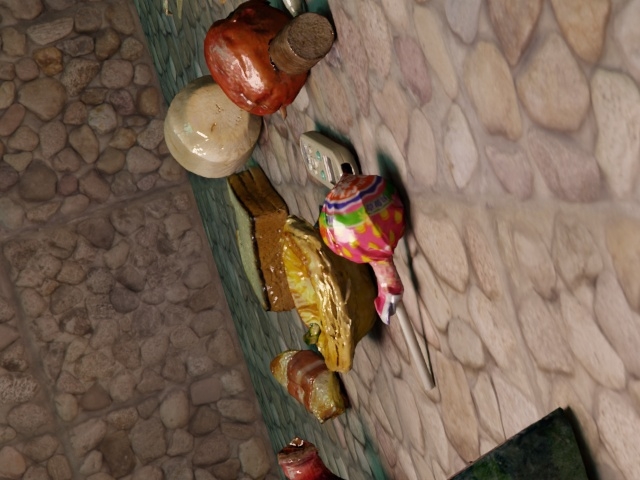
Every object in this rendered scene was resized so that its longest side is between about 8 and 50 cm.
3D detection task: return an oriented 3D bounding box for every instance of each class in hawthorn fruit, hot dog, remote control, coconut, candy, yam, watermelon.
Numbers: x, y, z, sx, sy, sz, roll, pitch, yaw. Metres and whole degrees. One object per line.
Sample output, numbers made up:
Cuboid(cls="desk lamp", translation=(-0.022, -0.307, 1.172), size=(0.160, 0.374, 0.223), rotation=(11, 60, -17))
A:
Cuboid(cls="hawthorn fruit", translation=(-0.100, -0.301, 1.772), size=(0.179, 0.173, 0.173), rotation=(40, 158, 15))
Cuboid(cls="hot dog", translation=(-0.012, 0.306, 2.373), size=(0.261, 0.093, 0.123), rotation=(38, 138, 43))
Cuboid(cls="remote control", translation=(0.014, -0.127, 1.749), size=(0.221, 0.042, 0.078), rotation=(-141, 36, -67))
Cuboid(cls="coconut", translation=(-0.227, -0.237, 2.287), size=(0.222, 0.202, 0.202), rotation=(133, 118, -74))
Cuboid(cls="candy", translation=(0.102, 0.069, 1.568), size=(0.365, 0.124, 0.124), rotation=(69, 170, -26))
Cuboid(cls="yam", translation=(-0.026, -0.289, 1.603), size=(0.127, 0.084, 0.084), rotation=(-178, 70, -74))
Cuboid(cls="watermelon", translation=(0.239, 0.324, 1.266), size=(0.250, 0.293, 0.283), rotation=(-25, 111, 40))

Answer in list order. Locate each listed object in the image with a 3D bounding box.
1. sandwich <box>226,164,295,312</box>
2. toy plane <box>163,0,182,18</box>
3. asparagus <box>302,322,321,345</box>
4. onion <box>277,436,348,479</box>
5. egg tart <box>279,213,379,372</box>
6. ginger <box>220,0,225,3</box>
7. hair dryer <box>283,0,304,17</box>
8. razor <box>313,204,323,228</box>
Cuboid(cls="sandwich", translation=(-0.131, -0.007, 2.432), size=(0.249, 0.095, 0.273), rotation=(-125, 22, -53))
Cuboid(cls="toy plane", translation=(-0.345, -0.638, 2.484), size=(0.256, 0.104, 0.242), rotation=(59, 149, 23))
Cuboid(cls="asparagus", translation=(-0.014, 0.153, 1.781), size=(0.108, 0.025, 0.021), rotation=(107, 151, -72))
Cuboid(cls="onion", translation=(0.013, 0.555, 2.046), size=(0.348, 0.347, 0.385), rotation=(122, 127, -74))
Cuboid(cls="egg tart", translation=(0.022, 0.081, 1.846), size=(0.295, 0.116, 0.295), rotation=(159, 90, -78))
Cuboid(cls="ginger", translation=(-0.204, -0.521, 2.169), size=(0.048, 0.030, 0.097), rotation=(25, 137, 34))
Cuboid(cls="hair dryer", translation=(-0.068, -0.424, 1.681), size=(0.206, 0.075, 0.237), rotation=(-131, 17, -77))
Cuboid(cls="razor", translation=(-0.006, 0.002, 2.039), size=(0.190, 0.033, 0.066), rotation=(101, 149, -67))
